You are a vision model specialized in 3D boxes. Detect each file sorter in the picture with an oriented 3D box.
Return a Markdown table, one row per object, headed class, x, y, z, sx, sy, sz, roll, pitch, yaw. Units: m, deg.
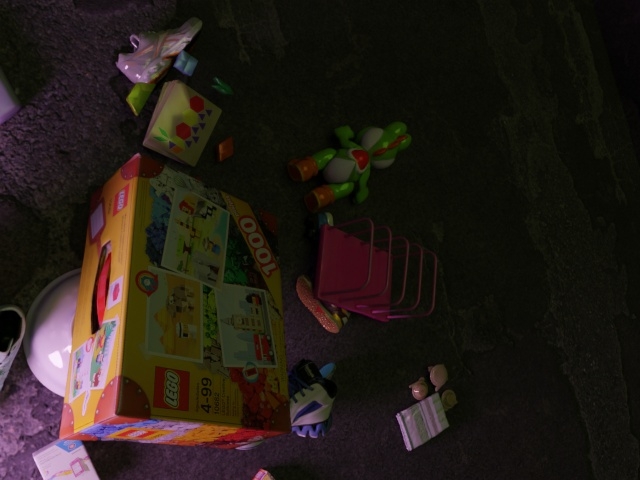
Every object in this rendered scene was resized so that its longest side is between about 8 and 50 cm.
| class | x | y | z | sx | sy | sz | roll | pitch | yaw |
| --- | --- | --- | --- | --- | --- | --- | --- | --- | --- |
| file sorter | 0.155 | 0.082 | 1.432 | 0.290 | 0.182 | 0.202 | 24 | 64 | -40 |

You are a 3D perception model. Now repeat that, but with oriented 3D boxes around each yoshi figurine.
| class | x | y | z | sx | sy | sz | roll | pitch | yaw |
| --- | --- | --- | --- | --- | --- | --- | --- | --- | --- |
| yoshi figurine | 0.088 | -0.227 | 1.549 | 0.362 | 0.204 | 0.203 | -30 | 54 | -18 |

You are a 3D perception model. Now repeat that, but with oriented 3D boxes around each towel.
| class | x | y | z | sx | sy | sz | roll | pitch | yaw |
| --- | --- | --- | --- | --- | --- | --- | --- | --- | --- |
| towel | 0.292 | 0.514 | 1.543 | 0.152 | 0.023 | 0.113 | -20 | 95 | -26 |

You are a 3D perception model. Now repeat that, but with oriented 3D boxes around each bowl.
| class | x | y | z | sx | sy | sz | roll | pitch | yaw |
| --- | --- | --- | --- | --- | --- | --- | --- | --- | --- |
| bowl | -0.456 | 0.188 | 1.135 | 0.297 | 0.134 | 0.298 | 7 | 75 | -28 |

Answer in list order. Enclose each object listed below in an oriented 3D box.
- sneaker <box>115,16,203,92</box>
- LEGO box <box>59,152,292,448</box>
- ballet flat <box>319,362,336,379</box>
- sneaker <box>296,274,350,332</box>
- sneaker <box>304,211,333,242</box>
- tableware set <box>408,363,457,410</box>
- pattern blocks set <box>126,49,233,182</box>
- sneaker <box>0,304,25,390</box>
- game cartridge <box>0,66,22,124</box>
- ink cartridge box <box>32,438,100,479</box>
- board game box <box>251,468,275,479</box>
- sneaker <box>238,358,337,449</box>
| class | x | y | z | sx | sy | sz | roll | pitch | yaw |
| --- | --- | --- | --- | --- | --- | --- | --- | --- | --- |
| sneaker | -0.399 | -0.491 | 1.346 | 0.121 | 0.099 | 0.262 | 39 | 62 | -12 |
| LEGO box | -0.268 | 0.136 | 1.085 | 0.372 | 0.193 | 0.500 | 24 | 48 | -42 |
| ballet flat | -0.001 | 0.368 | 1.414 | 0.114 | 0.041 | 0.041 | -37 | 98 | -30 |
| sneaker | 0.008 | 0.155 | 1.452 | 0.084 | 0.069 | 0.185 | -45 | 108 | -38 |
| sneaker | 0.000 | 0.000 | 1.482 | 0.084 | 0.058 | 0.152 | -8 | 86 | -28 |
| tableware set | 0.336 | 0.455 | 1.591 | 0.141 | 0.020 | 0.169 | -26 | 95 | -26 |
| pattern blocks set | -0.338 | -0.280 | 1.323 | 0.285 | 0.026 | 0.325 | 41 | 69 | -32 |
| sneaker | -0.634 | 0.238 | 1.011 | 0.094 | 0.151 | 0.256 | 23 | 70 | -25 |
| game cartridge | -0.792 | -0.290 | 1.100 | 0.297 | 0.062 | 0.198 | -31 | 91 | -31 |
| ink cartridge box | -0.509 | 0.462 | 1.090 | 0.088 | 0.052 | 0.122 | -26 | 93 | -32 |
| board game box | -0.146 | 0.662 | 1.255 | 0.147 | 0.045 | 0.193 | 51 | 60 | -10 |
| sneaker | -0.086 | 0.366 | 1.267 | 0.315 | 0.127 | 0.182 | 5 | 115 | -35 |
